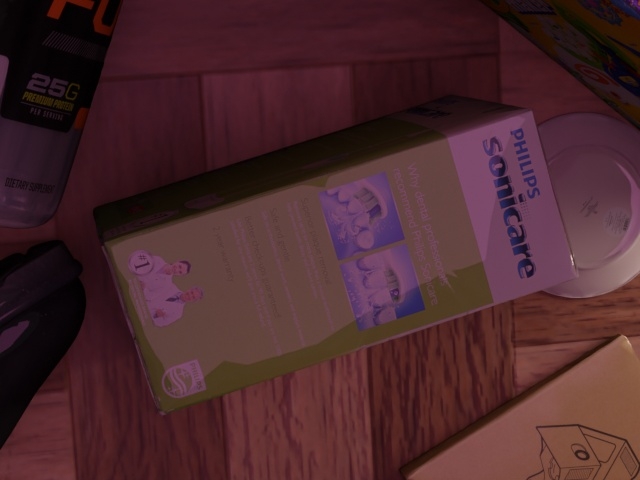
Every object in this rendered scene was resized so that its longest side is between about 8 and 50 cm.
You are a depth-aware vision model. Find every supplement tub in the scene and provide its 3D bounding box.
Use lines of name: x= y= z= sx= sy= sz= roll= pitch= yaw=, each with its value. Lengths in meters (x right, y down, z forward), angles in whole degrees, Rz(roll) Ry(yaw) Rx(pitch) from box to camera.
supplement tub: x=-0.219 y=-0.181 z=1.094 sx=0.194 sy=0.193 sz=0.316 roll=16 pitch=95 yaw=-12

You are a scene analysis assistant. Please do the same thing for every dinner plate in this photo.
dinner plate: x=0.198 y=-0.025 z=1.278 sx=0.141 sy=0.017 sz=0.141 roll=-2 pitch=99 yaw=-11

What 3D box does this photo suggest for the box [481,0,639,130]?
box: x=0.276 y=-0.161 z=1.133 sx=0.279 sy=0.290 sz=0.177 roll=36 pitch=90 yaw=-13

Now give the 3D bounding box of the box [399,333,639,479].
box: x=0.184 y=0.191 z=1.302 sx=0.201 sy=0.021 sz=0.164 roll=-31 pitch=101 yaw=-4

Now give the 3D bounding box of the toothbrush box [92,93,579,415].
toothbrush box: x=0.000 y=0.000 z=1.149 sx=0.283 sy=0.206 sz=0.122 roll=-19 pitch=100 yaw=-8

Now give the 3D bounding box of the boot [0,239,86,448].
boot: x=-0.203 y=0.271 z=1.179 sx=0.367 sy=0.146 sz=0.445 roll=-34 pitch=99 yaw=4
